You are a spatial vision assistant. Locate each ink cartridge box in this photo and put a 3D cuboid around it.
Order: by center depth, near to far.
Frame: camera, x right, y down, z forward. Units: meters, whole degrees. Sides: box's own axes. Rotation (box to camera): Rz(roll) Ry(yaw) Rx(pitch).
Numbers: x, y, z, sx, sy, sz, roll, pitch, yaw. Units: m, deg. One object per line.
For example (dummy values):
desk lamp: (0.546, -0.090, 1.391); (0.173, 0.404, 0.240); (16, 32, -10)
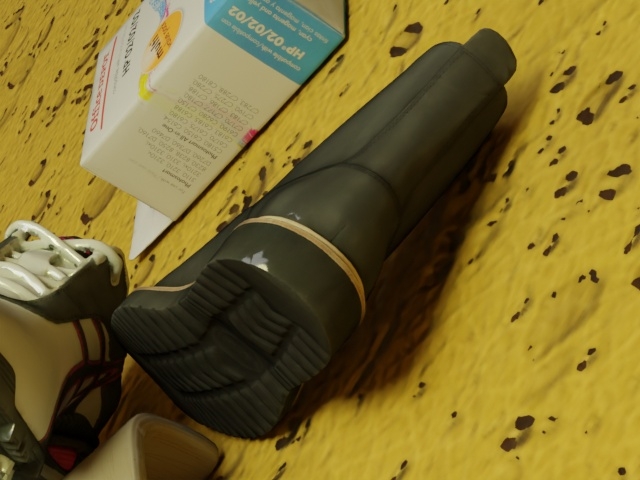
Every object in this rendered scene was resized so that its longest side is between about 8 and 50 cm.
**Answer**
ink cartridge box: (-0.065, -0.087, 0.965); (0.181, 0.061, 0.104); (-45, 26, 30)

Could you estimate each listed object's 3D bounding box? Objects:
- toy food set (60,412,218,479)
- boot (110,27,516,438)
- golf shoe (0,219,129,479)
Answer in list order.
toy food set: (-0.106, 0.220, 0.668); (0.219, 0.092, 0.306); (-41, 28, 13)
boot: (0.000, 0.000, 0.745); (0.137, 0.077, 0.198); (-50, 11, -25)
golf shoe: (-0.138, 0.038, 0.782); (0.273, 0.105, 0.120); (89, -156, -77)
